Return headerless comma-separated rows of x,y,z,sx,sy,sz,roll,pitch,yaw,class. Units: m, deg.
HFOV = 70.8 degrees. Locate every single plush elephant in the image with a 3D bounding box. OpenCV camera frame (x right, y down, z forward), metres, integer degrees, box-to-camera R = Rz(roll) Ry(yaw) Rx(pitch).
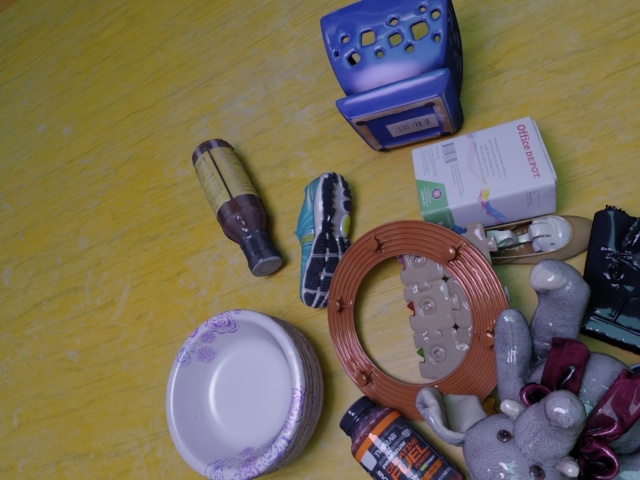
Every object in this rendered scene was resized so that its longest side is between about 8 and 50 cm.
0.272,0.216,0.525,0.272,0.255,0.330,41,126,35,plush elephant

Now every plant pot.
0.153,-0.310,0.861,0.235,0.236,0.212,-10,76,22,plant pot

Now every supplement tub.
0.121,0.342,0.715,0.198,0.106,0.106,37,90,30,supplement tub

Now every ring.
0.142,0.133,0.755,0.336,0.032,0.337,0,90,36,ring

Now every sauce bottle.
-0.185,-0.075,0.998,0.111,0.111,0.345,-34,61,11,sauce bottle

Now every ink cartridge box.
0.281,-0.108,0.789,0.212,0.093,0.154,-15,54,21,ink cartridge box

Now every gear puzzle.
0.234,0.146,0.734,0.175,0.044,0.339,-16,80,36,gear puzzle

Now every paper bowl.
-0.129,0.277,0.828,0.284,0.148,0.285,-8,70,22,paper bowl

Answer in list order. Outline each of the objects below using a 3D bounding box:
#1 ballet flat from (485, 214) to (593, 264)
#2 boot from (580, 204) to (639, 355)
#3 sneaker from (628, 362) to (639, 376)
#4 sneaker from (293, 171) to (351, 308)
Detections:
0.337,0.002,0.752,0.232,0.073,0.080,-14,65,19,ballet flat
0.499,0.069,0.641,0.246,0.094,0.207,21,83,30,boot
0.444,0.294,0.555,0.099,0.153,0.283,-6,70,22,sneaker
0.000,0.000,0.910,0.110,0.107,0.276,-9,69,52,sneaker
